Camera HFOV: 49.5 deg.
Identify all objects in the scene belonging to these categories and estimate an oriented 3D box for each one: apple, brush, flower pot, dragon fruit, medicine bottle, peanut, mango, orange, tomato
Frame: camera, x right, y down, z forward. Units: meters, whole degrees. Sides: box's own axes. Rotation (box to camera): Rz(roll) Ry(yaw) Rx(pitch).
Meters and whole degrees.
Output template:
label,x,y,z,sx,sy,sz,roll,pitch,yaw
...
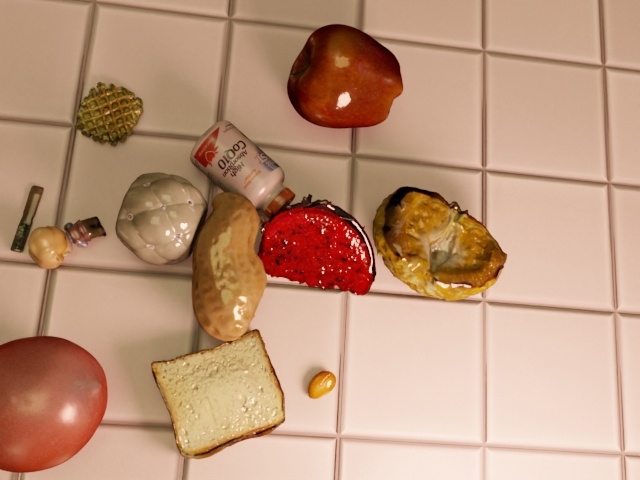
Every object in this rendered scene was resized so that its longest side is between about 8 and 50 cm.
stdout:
label,x,y,z,sx,sy,sz,roll,pitch,yaw
apple,0.065,-0.455,1.957,0.317,0.288,0.288,11,74,-18
brush,-0.790,-0.061,1.863,0.034,0.027,0.190,14,73,-6
flower pot,-0.408,-0.055,1.807,0.195,0.246,0.246,19,74,-3
dragon fruit,0.000,0.000,1.886,0.344,0.282,0.100,14,33,-3
medicine bottle,-0.206,-0.184,1.907,0.289,0.157,0.157,42,74,4
peanut,-0.232,0.063,1.782,0.192,0.169,0.387,2,80,-10
mango,0.002,0.386,1.847,0.060,0.046,0.089,43,79,4
orange,0.296,0.031,1.888,0.369,0.210,0.271,34,51,1
tomato,-0.656,0.375,1.621,0.322,0.321,0.321,2,76,-7

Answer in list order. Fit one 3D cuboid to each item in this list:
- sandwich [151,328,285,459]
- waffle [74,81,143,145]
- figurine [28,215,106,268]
label,x,y,z,sx,sy,sz,roll,pitch,yaw
sandwich,-0.252,0.396,1.784,0.301,0.099,0.271,-17,82,-15
waffle,-0.599,-0.359,1.962,0.169,0.036,0.183,24,72,1
figurine,-0.675,-0.004,1.839,0.196,0.108,0.114,-29,91,-31
